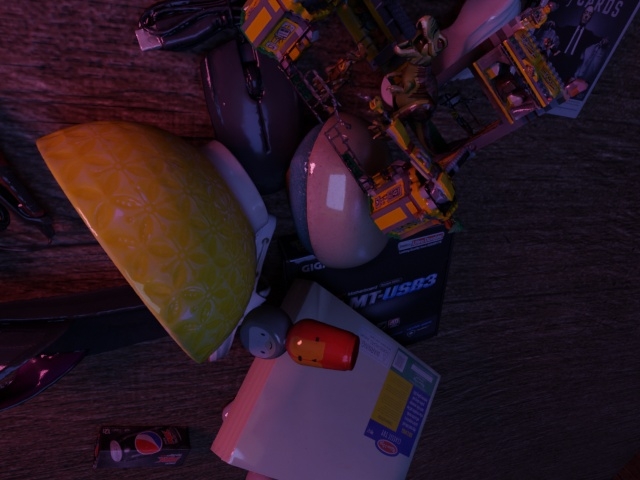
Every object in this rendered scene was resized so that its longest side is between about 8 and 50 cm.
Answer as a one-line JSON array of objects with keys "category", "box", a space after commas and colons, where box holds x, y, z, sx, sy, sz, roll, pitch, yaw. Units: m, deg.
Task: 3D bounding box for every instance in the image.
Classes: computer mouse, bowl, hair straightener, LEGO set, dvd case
[{"category": "computer mouse", "box": [-0.087, -0.158, 0.572, 0.188, 0.072, 0.272, -19, 130, -9]}, {"category": "bowl", "box": [-0.154, -0.026, 0.531, 0.156, 0.289, 0.290, -36, 133, -16]}, {"category": "hair straightener", "box": [-0.396, -0.067, 0.540, 0.088, 0.047, 0.231, -23, 135, -4]}, {"category": "LEGO set", "box": [0.105, -0.184, 0.450, 0.254, 0.332, 0.192, -31, -178, -43]}, {"category": "dvd case", "box": [0.363, -0.303, 0.675, 0.179, 0.030, 0.239, 1, 125, -24]}]

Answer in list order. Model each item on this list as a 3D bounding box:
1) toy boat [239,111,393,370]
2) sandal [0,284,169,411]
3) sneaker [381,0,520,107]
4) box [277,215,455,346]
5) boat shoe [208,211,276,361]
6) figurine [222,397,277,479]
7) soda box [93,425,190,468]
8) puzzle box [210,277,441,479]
[{"category": "toy boat", "box": [0.000, 0.000, 0.595, 0.148, 0.319, 0.267, 10, 168, 17]}, {"category": "sandal", "box": [-0.399, 0.157, 0.633, 0.445, 0.107, 0.168, -12, 150, -14]}, {"category": "sneaker", "box": [0.181, -0.239, 0.625, 0.212, 0.080, 0.094, -39, 145, 10]}, {"category": "box", "box": [0.082, 0.095, 0.840, 0.295, 0.073, 0.294, -13, 130, -14]}, {"category": "boat shoe", "box": [-0.123, 0.078, 0.721, 0.096, 0.098, 0.277, 3, 123, -23]}, {"category": "figurine", "box": [-0.069, 0.381, 0.902, 0.214, 0.209, 0.092, -23, 131, -4]}, {"category": "soda box", "box": [-0.343, 0.399, 0.907, 0.168, 0.053, 0.060, 13, 120, -31]}, {"category": "puzzle box", "box": [0.044, 0.276, 0.779, 0.409, 0.052, 0.272, 40, 67, -36]}]
